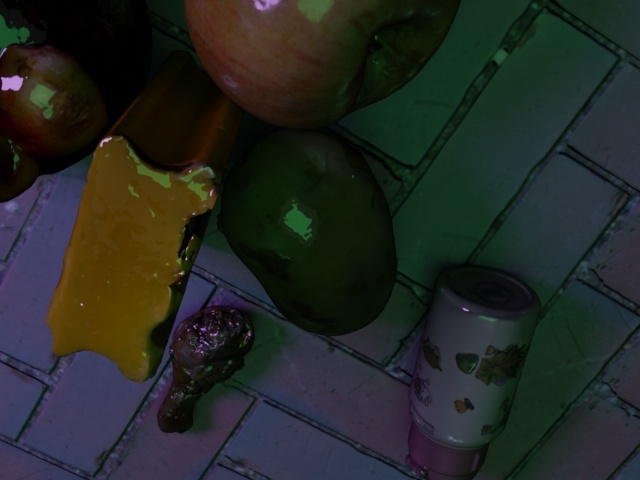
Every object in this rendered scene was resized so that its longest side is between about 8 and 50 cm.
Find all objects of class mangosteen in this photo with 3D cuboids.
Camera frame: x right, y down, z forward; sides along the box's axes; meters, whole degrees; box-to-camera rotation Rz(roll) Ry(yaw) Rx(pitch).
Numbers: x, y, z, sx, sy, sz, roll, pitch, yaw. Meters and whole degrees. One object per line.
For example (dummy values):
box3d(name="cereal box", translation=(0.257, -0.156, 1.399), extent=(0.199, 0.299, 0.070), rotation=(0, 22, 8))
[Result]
box3d(name="mangosteen", translation=(-0.282, -0.147, 0.747), extent=(0.275, 0.302, 0.275), rotation=(-5, 140, -4))

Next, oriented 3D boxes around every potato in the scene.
box3d(name="potato", translation=(0.000, 0.000, 0.863), extent=(0.165, 0.165, 0.262), rotation=(-21, 140, 9))

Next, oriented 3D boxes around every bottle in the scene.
box3d(name="bottle", translation=(0.162, 0.163, 0.989), extent=(0.120, 0.120, 0.253), rotation=(8, 116, -4))

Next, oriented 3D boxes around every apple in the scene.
box3d(name="apple", translation=(0.000, -0.212, 0.740), extent=(0.261, 0.261, 0.194), rotation=(-47, 71, 18))

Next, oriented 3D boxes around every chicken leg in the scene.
box3d(name="chicken leg", translation=(-0.145, 0.152, 1.017), extent=(0.085, 0.069, 0.198), rotation=(12, 123, -31))

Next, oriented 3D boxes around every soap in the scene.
box3d(name="soap", translation=(-0.143, -0.039, 0.785), extent=(0.096, 0.324, 0.204), rotation=(19, 111, -8))
